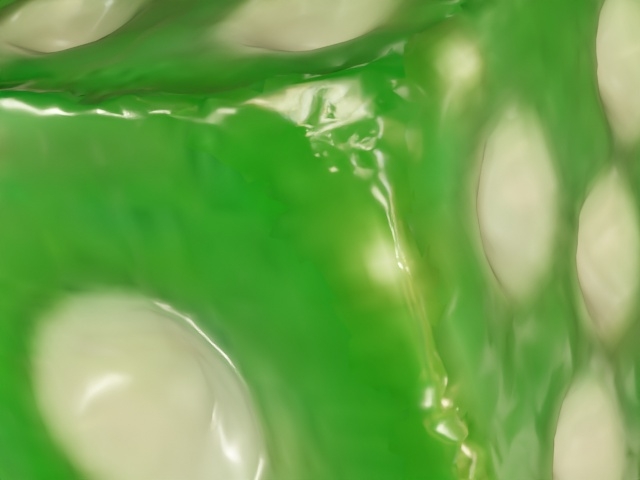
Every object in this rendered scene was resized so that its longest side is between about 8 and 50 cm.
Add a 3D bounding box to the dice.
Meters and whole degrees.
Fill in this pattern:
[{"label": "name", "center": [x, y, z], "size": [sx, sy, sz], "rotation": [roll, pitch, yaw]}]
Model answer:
[{"label": "dice", "center": [0.000, 0.000, 0.821], "size": [0.297, 0.300, 0.287], "rotation": [3, 122, 33]}]
